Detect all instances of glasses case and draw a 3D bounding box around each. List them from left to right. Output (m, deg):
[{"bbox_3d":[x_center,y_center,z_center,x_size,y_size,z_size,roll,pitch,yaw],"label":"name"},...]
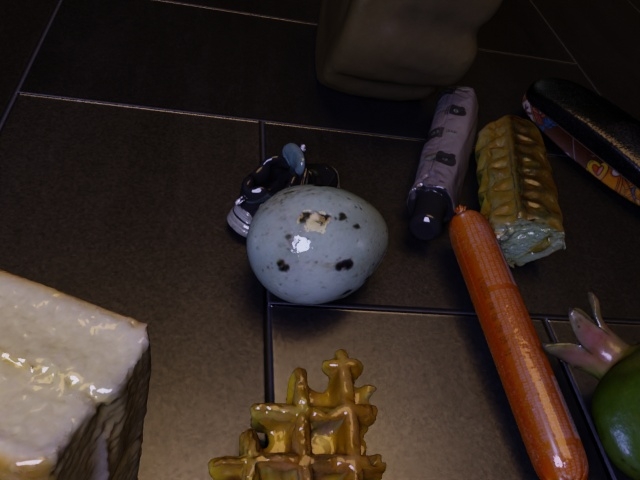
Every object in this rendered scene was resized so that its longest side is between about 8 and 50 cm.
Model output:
[{"bbox_3d":[0.463,-0.158,0.934,0.122,0.082,0.321,-21,57,-30],"label":"glasses case"}]

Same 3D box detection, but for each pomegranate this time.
[{"bbox_3d":[0.312,0.145,0.568,0.191,0.131,0.152,38,29,24],"label":"pomegranate"}]

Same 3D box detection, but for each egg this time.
[{"bbox_3d":[0.000,0.000,0.622,0.164,0.131,0.131,-15,52,-42],"label":"egg"}]

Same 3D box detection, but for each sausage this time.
[{"bbox_3d":[0.202,0.096,0.624,0.053,0.053,0.347,1,52,-15],"label":"sausage"}]

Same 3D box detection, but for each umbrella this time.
[{"bbox_3d":[0.176,-0.118,0.822,0.067,0.073,0.337,-14,34,32],"label":"umbrella"}]

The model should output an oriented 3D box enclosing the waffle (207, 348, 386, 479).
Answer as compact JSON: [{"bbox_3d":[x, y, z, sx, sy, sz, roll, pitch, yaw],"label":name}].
[{"bbox_3d":[0.041,0.244,0.445,0.293,0.069,0.260,36,50,15],"label":"waffle"}]

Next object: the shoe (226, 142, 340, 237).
[{"bbox_3d":[-0.036,-0.072,0.699,0.169,0.099,0.071,-29,58,-36],"label":"shoe"}]

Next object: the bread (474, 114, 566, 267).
[{"bbox_3d":[0.267,-0.083,0.805,0.087,0.098,0.269,47,35,-30],"label":"bread"}]

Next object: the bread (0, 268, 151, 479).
[{"bbox_3d":[-0.245,0.119,0.365,0.246,0.239,0.111,21,39,2],"label":"bread"}]

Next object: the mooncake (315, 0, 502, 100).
[{"bbox_3d":[0.132,-0.402,0.881,0.201,0.378,0.378,12,45,-14],"label":"mooncake"}]
